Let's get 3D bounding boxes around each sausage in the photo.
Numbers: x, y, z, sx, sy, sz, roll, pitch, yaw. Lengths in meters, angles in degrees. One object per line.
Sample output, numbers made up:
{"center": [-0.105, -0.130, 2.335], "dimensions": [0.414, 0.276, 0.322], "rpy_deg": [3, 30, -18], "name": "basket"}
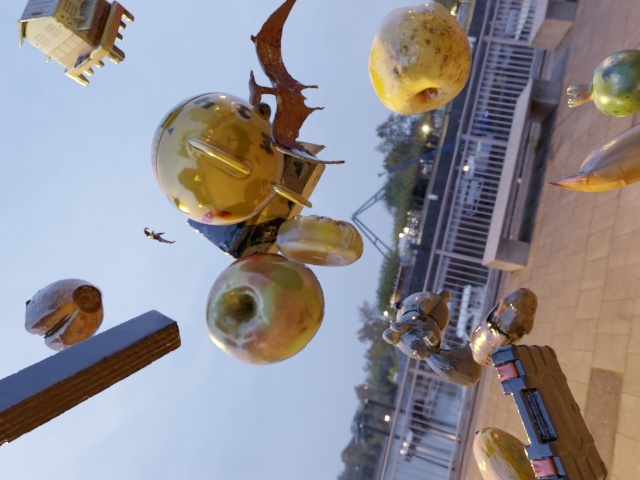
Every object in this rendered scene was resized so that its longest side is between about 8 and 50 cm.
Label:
{"center": [0.625, -0.172, 0.859], "dimensions": [0.112, 0.329, 0.112], "rpy_deg": [52, -161, -27], "name": "sausage"}

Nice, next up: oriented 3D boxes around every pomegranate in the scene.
{"center": [0.856, -0.452, 1.271], "dimensions": [0.187, 0.226, 0.186], "rpy_deg": [8, -100, -54], "name": "pomegranate"}

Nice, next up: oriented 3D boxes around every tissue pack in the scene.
{"center": [-0.205, -0.151, 1.429], "dimensions": [0.416, 0.264, 0.253], "rpy_deg": [-59, -29, 1], "name": "tissue pack"}

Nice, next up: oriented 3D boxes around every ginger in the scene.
{"center": [0.466, 0.246, 1.126], "dimensions": [0.133, 0.107, 0.309], "rpy_deg": [-24, -36, -24], "name": "ginger"}

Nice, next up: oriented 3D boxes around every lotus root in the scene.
{"center": [-0.717, 0.207, 1.249], "dimensions": [0.188, 0.180, 0.198], "rpy_deg": [19, -128, -49], "name": "lotus root"}

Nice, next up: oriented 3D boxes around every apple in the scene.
{"center": [-0.144, 0.186, 1.211], "dimensions": [0.277, 0.320, 0.318], "rpy_deg": [19, -96, -68], "name": "apple"}

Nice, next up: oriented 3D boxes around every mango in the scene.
{"center": [0.517, 0.632, 1.070], "dimensions": [0.144, 0.359, 0.186], "rpy_deg": [-30, -33, -9], "name": "mango"}

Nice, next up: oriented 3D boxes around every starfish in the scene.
{"center": [-0.431, -0.010, 1.152], "dimensions": [0.091, 0.078, 0.028], "rpy_deg": [30, -91, -40], "name": "starfish"}

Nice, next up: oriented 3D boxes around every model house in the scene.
{"center": [-0.650, -0.575, 1.143], "dimensions": [0.215, 0.199, 0.223], "rpy_deg": [37, -134, -51], "name": "model house"}

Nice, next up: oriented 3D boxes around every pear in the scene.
{"center": [0.160, -0.302, 0.714], "dimensions": [0.178, 0.178, 0.177], "rpy_deg": [13, -90, -79], "name": "pear"}

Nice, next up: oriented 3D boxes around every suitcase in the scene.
{"center": [0.474, 0.360, 0.900], "dimensions": [0.066, 0.207, 0.285], "rpy_deg": [-38, 52, 40], "name": "suitcase"}

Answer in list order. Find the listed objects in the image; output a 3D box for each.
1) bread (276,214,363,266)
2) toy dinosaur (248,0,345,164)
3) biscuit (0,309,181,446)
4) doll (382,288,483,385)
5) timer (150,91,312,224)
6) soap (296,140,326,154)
{"center": [0.000, 0.000, 1.054], "dimensions": [0.213, 0.214, 0.104], "rpy_deg": [73, -161, -68], "name": "bread"}
{"center": [-0.048, -0.319, 0.875], "dimensions": [0.207, 0.113, 0.326], "rpy_deg": [24, -118, -42], "name": "toy dinosaur"}
{"center": [-0.476, 0.260, 0.882], "dimensions": [0.389, 0.108, 0.073], "rpy_deg": [-27, -57, -46], "name": "biscuit"}
{"center": [0.434, 0.369, 1.657], "dimensions": [0.252, 0.378, 0.382], "rpy_deg": [-44, -8, 34], "name": "doll"}
{"center": [-0.229, -0.197, 1.095], "dimensions": [0.376, 0.387, 0.375], "rpy_deg": [-23, -55, -39], "name": "timer"}
{"center": [-0.173, -0.417, 1.842], "dimensions": [0.302, 0.257, 0.159], "rpy_deg": [-37, 16, -3], "name": "soap"}
